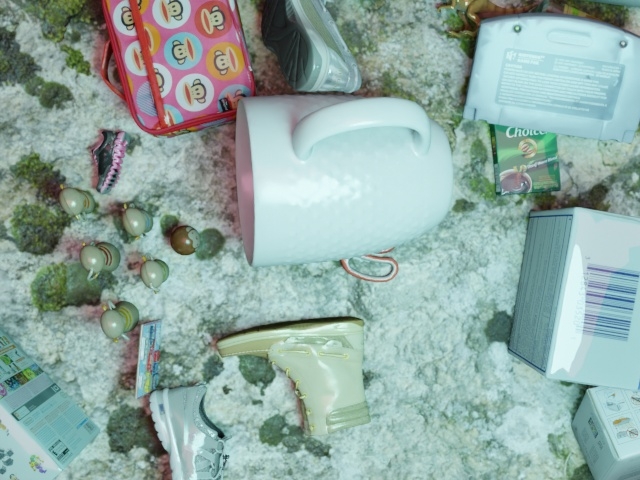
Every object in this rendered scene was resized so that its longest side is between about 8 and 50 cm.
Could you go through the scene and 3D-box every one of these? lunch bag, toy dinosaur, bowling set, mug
[{"bbox_3d":[-0.256,-0.329,1.488,0.258,0.120,0.293,-15,90,3],"label":"lunch bag"},{"bbox_3d":[0.278,-0.410,1.523,0.211,0.064,0.112,20,89,-2],"label":"toy dinosaur"},{"bbox_3d":[-0.314,0.008,1.467,0.200,0.154,0.287,-23,92,-1],"label":"bowling set"},{"bbox_3d":[0.044,-0.120,1.371,0.328,0.374,0.276,-4,71,-11],"label":"mug"}]

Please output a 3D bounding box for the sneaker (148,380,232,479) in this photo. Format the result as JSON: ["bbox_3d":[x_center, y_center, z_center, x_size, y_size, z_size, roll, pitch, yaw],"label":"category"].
[{"bbox_3d":[-0.203,0.381,1.500,0.115,0.105,0.281,-21,91,-1],"label":"sneaker"}]

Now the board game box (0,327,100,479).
[{"bbox_3d":[-0.530,0.268,1.432,0.097,0.224,0.303,-42,91,2],"label":"board game box"}]

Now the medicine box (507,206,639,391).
[{"bbox_3d":[0.428,0.088,1.422,0.149,0.289,0.263,10,91,0],"label":"medicine box"}]

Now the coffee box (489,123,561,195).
[{"bbox_3d":[0.364,-0.175,1.540,0.113,0.040,0.184,-4,91,0],"label":"coffee box"}]

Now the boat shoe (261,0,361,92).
[{"bbox_3d":[-0.022,-0.350,1.433,0.103,0.320,0.118,8,127,-27],"label":"boat shoe"}]

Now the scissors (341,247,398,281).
[{"bbox_3d":[0.000,0.000,1.542,0.297,0.021,0.109,12,92,-3],"label":"scissors"}]

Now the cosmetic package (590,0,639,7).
[{"bbox_3d":[0.472,-0.573,1.510,0.377,0.097,0.284,7,92,-2],"label":"cosmetic package"}]

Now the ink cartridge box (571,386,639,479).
[{"bbox_3d":[0.609,0.312,1.488,0.309,0.272,0.130,-16,61,-2],"label":"ink cartridge box"}]

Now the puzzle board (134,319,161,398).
[{"bbox_3d":[-0.298,0.206,1.499,0.011,0.096,0.128,4,91,7],"label":"puzzle board"}]

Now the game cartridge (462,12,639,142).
[{"bbox_3d":[0.402,-0.280,1.451,0.294,0.060,0.196,10,118,4],"label":"game cartridge"}]

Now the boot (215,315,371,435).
[{"bbox_3d":[-0.045,0.245,1.511,0.262,0.095,0.203,-6,92,-6],"label":"boot"}]

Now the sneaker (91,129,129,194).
[{"bbox_3d":[-0.380,-0.141,1.521,0.057,0.047,0.119,15,83,5],"label":"sneaker"}]

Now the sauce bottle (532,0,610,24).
[{"bbox_3d":[0.525,-0.310,1.509,0.344,0.111,0.111,22,90,-2],"label":"sauce bottle"}]
